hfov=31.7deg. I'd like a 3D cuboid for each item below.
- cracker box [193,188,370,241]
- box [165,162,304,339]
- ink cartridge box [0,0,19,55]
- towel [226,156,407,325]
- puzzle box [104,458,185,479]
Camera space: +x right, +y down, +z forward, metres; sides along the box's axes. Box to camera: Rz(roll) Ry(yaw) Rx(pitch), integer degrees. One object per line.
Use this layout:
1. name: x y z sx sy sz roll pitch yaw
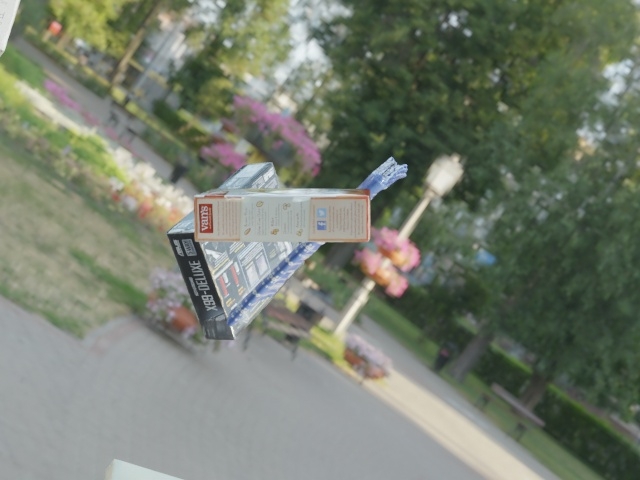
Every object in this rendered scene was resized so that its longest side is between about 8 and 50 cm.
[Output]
1. cracker box: -0.047 -0.036 1.545 0.232 0.067 0.156 -1 6 3
2. box: -0.161 0.017 2.257 0.076 0.307 0.242 -2 -62 31
3. ink cartridge box: -0.501 -0.457 1.590 0.207 0.353 0.119 16 -5 -19
4. towel: 0.000 0.000 1.792 0.040 0.336 0.243 46 15 1
5. puzzle box: -0.333 0.664 2.319 0.272 0.052 0.409 23 39 -22
